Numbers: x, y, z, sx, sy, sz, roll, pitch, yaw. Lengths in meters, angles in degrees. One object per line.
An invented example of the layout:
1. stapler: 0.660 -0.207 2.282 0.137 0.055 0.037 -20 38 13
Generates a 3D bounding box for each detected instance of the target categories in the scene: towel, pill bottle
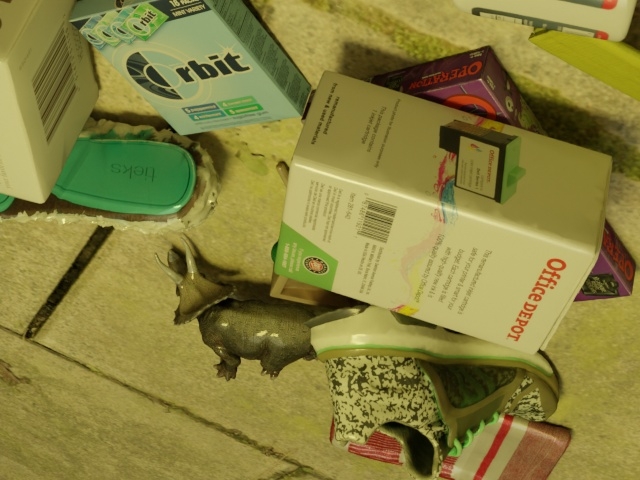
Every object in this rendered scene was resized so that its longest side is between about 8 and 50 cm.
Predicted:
1. towel: 0.293 -0.128 0.986 0.237 0.021 0.102 25 177 -10
2. towel: 0.176 0.287 1.705 0.328 0.037 0.237 15 147 6
3. pill bottle: 0.151 -0.218 0.882 0.180 0.108 0.108 13 148 9

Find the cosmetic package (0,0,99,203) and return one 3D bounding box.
1. cosmetic package: -0.466 -0.212 1.156 0.453 0.162 0.230 15 148 6

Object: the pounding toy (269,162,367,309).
1. pounding toy: 0.000 0.000 1.321 0.141 0.100 0.130 12 150 -10

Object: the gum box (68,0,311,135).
1. gum box: -0.123 -0.179 1.134 0.157 0.041 0.184 -5 145 33

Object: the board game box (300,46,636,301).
1. board game box: 0.158 -0.045 1.202 0.208 0.056 0.347 -13 136 34

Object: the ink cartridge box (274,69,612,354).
1. ink cartridge box: 0.109 -0.021 1.110 0.278 0.117 0.201 17 148 3

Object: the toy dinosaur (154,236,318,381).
1. toy dinosaur: -0.070 0.119 1.500 0.313 0.121 0.160 20 162 6

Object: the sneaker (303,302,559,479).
1. sneaker: 0.136 0.201 1.407 0.410 0.182 0.158 19 158 -40

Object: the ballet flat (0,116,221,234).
1. ballet flat: -0.302 -0.076 1.321 0.408 0.147 0.147 13 148 10
